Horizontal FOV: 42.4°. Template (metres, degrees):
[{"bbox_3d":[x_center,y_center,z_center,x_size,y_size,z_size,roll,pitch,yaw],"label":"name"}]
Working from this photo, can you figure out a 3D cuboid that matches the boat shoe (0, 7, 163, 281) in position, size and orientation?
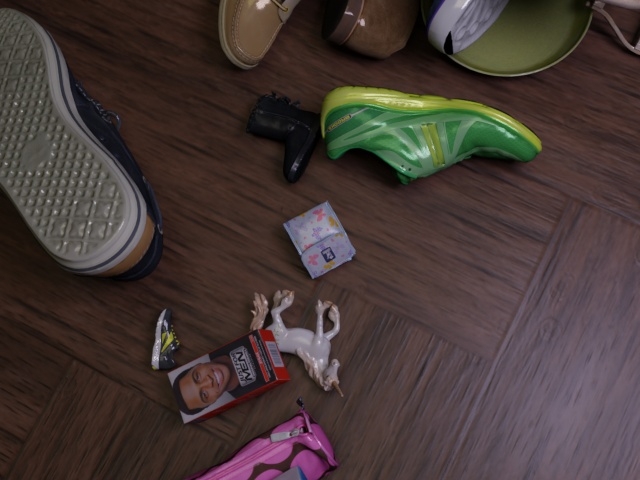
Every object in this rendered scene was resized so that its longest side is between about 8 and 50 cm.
[{"bbox_3d":[-0.366,-0.130,1.122,0.186,0.156,0.500,-39,63,-1],"label":"boat shoe"}]

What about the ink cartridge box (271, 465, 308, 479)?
[{"bbox_3d":[-0.023,0.366,0.948,0.104,0.060,0.180,-31,102,-4],"label":"ink cartridge box"}]

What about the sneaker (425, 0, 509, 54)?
[{"bbox_3d":[0.169,-0.428,1.134,0.236,0.130,0.323,32,81,19],"label":"sneaker"}]

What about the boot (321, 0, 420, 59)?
[{"bbox_3d":[0.089,-0.398,1.197,0.115,0.112,0.306,20,69,-21],"label":"boot"}]

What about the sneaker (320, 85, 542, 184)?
[{"bbox_3d":[0.145,-0.133,1.109,0.295,0.109,0.124,8,98,6],"label":"sneaker"}]

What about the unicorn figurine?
[{"bbox_3d":[-0.019,0.128,1.064,0.161,0.060,0.111,13,81,24],"label":"unicorn figurine"}]

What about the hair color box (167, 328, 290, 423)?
[{"bbox_3d":[-0.117,0.172,1.042,0.141,0.043,0.072,-28,72,16],"label":"hair color box"}]

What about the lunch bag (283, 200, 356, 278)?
[{"bbox_3d":[0.000,0.000,1.097,0.071,0.053,0.083,-27,82,-1],"label":"lunch bag"}]

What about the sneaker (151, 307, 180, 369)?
[{"bbox_3d":[-0.202,0.132,1.092,0.035,0.031,0.083,8,79,-6],"label":"sneaker"}]

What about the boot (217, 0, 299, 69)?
[{"bbox_3d":[-0.029,-0.367,1.135,0.203,0.095,0.262,0,63,48],"label":"boot"}]

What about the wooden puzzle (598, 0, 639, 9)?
[{"bbox_3d":[0.281,-0.446,1.026,0.347,0.080,0.322,17,72,12],"label":"wooden puzzle"}]

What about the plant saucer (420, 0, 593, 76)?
[{"bbox_3d":[0.264,-0.335,1.177,0.240,0.037,0.241,-2,74,6],"label":"plant saucer"}]

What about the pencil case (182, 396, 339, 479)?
[{"bbox_3d":[-0.087,0.285,0.998,0.209,0.098,0.095,-32,66,-4],"label":"pencil case"}]

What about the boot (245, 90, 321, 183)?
[{"bbox_3d":[-0.056,-0.146,1.148,0.099,0.045,0.121,21,70,8],"label":"boot"}]

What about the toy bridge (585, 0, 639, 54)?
[{"bbox_3d":[0.449,-0.288,1.133,0.188,0.026,0.063,23,113,-2],"label":"toy bridge"}]
